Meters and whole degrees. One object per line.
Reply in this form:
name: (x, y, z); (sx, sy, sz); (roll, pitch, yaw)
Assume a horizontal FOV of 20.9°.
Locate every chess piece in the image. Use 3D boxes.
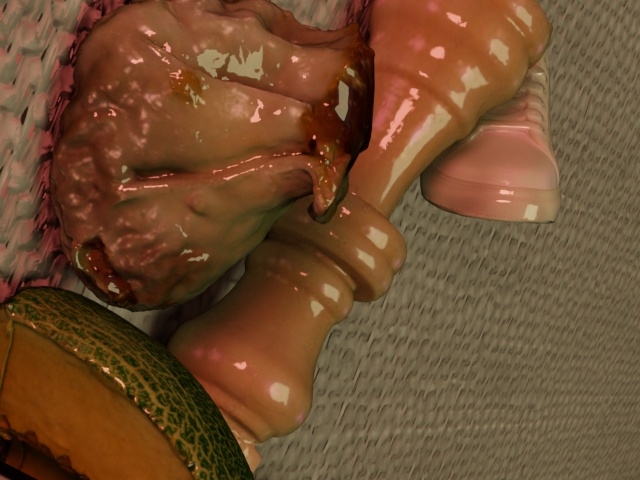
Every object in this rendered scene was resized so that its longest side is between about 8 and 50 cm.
chess piece: (0.000, 0.000, 1.086); (0.397, 0.117, 0.117); (-57, 157, -16)

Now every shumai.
shumai: (-0.042, -0.037, 0.902); (0.184, 0.142, 0.184); (-47, 148, -42)

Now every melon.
melon: (-0.095, 0.152, 0.930); (0.129, 0.169, 0.265); (-34, 143, -56)

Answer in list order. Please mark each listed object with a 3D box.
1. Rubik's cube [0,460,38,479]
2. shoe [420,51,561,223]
Rubik's cube: (-0.169, 0.260, 0.715); (0.283, 0.293, 0.288); (-65, 157, 2)
shoe: (0.121, -0.091, 1.224); (0.265, 0.095, 0.110); (-93, -169, -74)
